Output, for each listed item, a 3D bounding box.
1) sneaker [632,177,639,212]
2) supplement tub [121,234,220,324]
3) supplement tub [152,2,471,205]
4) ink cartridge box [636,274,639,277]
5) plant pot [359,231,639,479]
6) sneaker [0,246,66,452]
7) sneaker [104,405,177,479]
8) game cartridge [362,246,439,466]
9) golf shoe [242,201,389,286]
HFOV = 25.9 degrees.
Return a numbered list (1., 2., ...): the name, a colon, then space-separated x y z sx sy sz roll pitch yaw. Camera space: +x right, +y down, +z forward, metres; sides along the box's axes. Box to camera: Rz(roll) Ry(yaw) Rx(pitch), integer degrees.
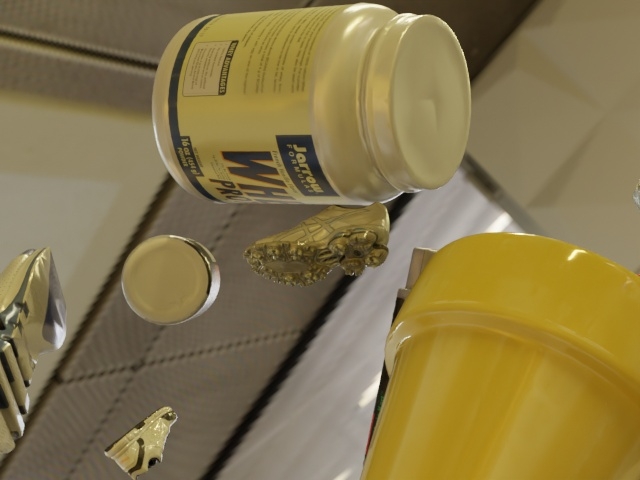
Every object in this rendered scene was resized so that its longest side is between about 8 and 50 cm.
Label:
1. sneaker: 0.514 -0.086 2.110 0.099 0.121 0.262 -41 -54 -25
2. supplement tub: -0.194 0.052 1.845 0.117 0.117 0.190 -41 -1 -1
3. supplement tub: -0.010 -0.159 1.655 0.235 0.325 0.235 -4 -85 -58
4. ink cartridge box: 0.495 0.120 1.999 0.078 0.134 0.231 12 -100 -42
5. plant pot: 0.141 0.163 1.040 0.239 0.254 0.254 -57 -15 -30
6. sneaker: -0.410 0.119 1.581 0.182 0.315 0.127 -3 -59 9
7. sneaker: -0.165 0.194 1.328 0.040 0.043 0.109 -40 -1 28
8. game cartridge: 0.136 0.186 1.894 0.230 0.068 0.355 8 -86 -66
9. golf shoe: 0.000 0.000 1.572 0.086 0.176 0.069 -73 -34 -43
